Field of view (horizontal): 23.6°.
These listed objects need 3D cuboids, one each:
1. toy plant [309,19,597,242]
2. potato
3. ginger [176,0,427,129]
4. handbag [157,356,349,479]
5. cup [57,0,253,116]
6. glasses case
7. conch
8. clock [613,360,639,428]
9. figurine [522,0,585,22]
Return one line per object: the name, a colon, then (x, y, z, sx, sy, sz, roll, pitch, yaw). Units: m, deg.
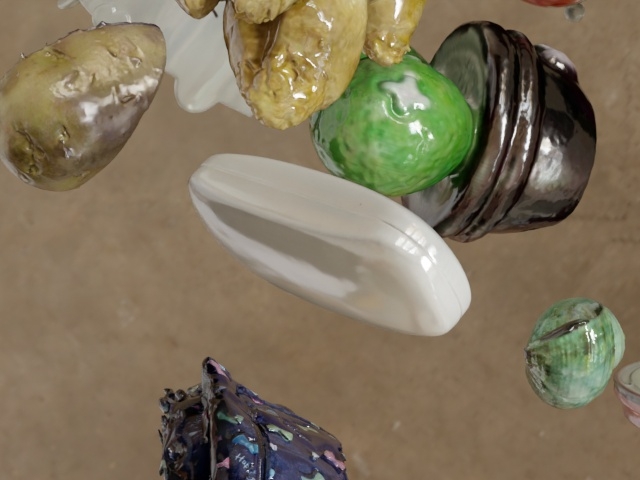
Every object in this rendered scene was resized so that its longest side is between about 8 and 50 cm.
toy plant: (0.091, -0.089, 1.194, 0.235, 0.218, 0.175, 14, 109, -18)
potato: (-0.200, -0.109, 1.263, 0.172, 0.089, 0.101, -46, 134, 13)
ginger: (0.017, -0.190, 0.965, 0.166, 0.376, 0.236, -31, 62, 36)
handbag: (-0.058, 0.203, 1.277, 0.162, 0.260, 0.113, 36, 107, -22)
cup: (-0.116, -0.286, 1.482, 0.290, 0.219, 0.257, 39, 95, 13)
glasses case: (0.000, 0.000, 0.789, 0.193, 0.049, 0.074, 20, 149, 50)
conch: (0.337, 0.144, 2.025, 0.122, 0.188, 0.176, 34, 123, 5)
clock: (0.394, 0.143, 1.414, 0.244, 0.244, 0.056, 8, 102, 29)
figurine: (0.196, -0.269, 1.307, 0.183, 0.226, 0.160, -20, 67, 27)
